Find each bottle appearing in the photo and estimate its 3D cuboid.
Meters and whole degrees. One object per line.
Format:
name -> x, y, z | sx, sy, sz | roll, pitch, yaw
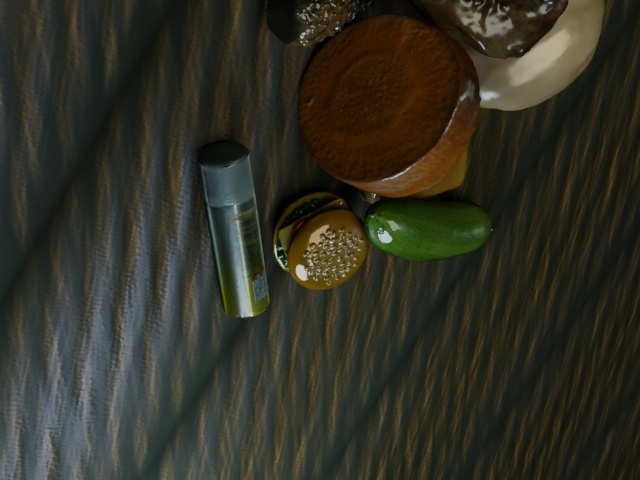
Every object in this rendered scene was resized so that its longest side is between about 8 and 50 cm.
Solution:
bottle -> -0.133, -0.013, 1.438 | 0.082, 0.082, 0.286 | -20, 127, -21

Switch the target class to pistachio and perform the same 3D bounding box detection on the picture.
pistachio -> 0.325, -0.336, 1.459 | 0.309, 0.230, 0.230 | -43, 132, 5

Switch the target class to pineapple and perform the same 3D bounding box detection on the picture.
pineapple -> 0.019, -0.347, 1.330 | 0.197, 0.108, 0.108 | -28, 130, -31

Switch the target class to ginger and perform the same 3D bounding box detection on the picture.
ginger -> 0.204, -0.404, 1.307 | 0.200, 0.223, 0.269 | -34, 129, 13

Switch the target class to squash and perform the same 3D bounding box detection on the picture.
squash -> 0.196, -0.019, 1.584 | 0.395, 0.107, 0.107 | -2, 120, -54

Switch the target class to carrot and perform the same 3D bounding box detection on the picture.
carrot -> 0.101, -0.194, 1.338 | 0.100, 0.307, 0.258 | 1, 86, -46

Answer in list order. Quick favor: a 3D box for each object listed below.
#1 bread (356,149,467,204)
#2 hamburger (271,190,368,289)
bread -> 0.156, -0.125, 1.565 | 0.200, 0.077, 0.116 | -16, 133, -23
hamburger -> 0.000, 0.000, 1.509 | 0.162, 0.115, 0.162 | -15, 123, -24
